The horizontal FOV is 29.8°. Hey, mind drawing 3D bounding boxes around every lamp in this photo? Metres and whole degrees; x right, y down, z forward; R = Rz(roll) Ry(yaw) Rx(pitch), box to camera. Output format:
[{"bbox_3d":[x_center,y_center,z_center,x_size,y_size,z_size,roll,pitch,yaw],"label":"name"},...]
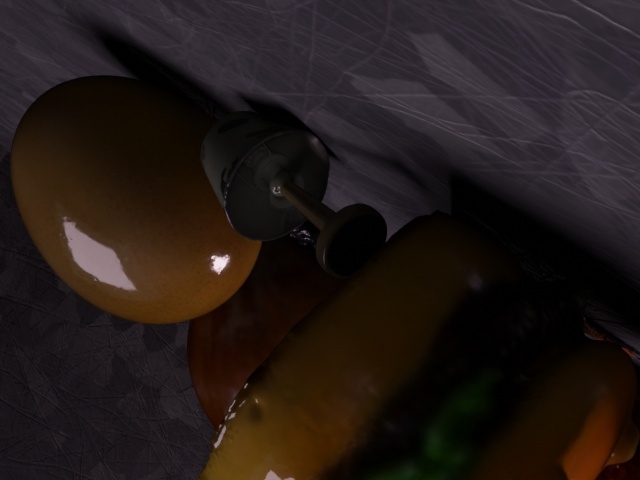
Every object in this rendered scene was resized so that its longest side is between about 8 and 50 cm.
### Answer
[{"bbox_3d":[-0.030,-0.044,1.151,0.214,0.121,0.121,41,180,41],"label":"lamp"}]

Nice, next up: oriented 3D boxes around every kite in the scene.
[{"bbox_3d":[0.239,0.070,1.252,0.222,0.008,0.125,34,174,-10],"label":"kite"}]

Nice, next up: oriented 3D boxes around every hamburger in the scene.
[{"bbox_3d":[0.106,0.189,1.104,0.277,0.396,0.396,43,175,14],"label":"hamburger"}]

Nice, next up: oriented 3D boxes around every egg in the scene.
[{"bbox_3d":[-0.206,-0.047,1.358,0.322,0.250,0.250,44,167,-34],"label":"egg"}]

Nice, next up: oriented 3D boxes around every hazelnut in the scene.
[{"bbox_3d":[-0.039,0.150,1.765,0.365,0.366,0.366,31,172,5],"label":"hazelnut"}]

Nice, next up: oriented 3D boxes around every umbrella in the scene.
[{"bbox_3d":[0.000,0.000,1.621,0.144,0.037,0.040,30,173,24],"label":"umbrella"}]

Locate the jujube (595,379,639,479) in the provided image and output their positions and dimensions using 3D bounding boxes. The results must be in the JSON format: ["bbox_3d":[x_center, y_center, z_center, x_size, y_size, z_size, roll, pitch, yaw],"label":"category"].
[{"bbox_3d":[0.324,0.225,1.323,0.250,0.174,0.174,40,179,41],"label":"jujube"}]
